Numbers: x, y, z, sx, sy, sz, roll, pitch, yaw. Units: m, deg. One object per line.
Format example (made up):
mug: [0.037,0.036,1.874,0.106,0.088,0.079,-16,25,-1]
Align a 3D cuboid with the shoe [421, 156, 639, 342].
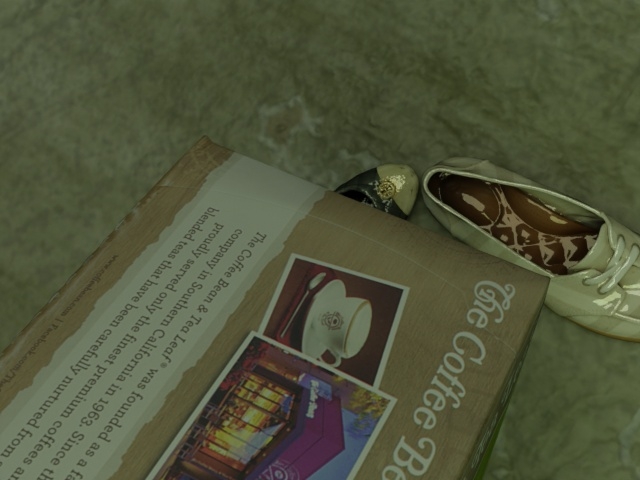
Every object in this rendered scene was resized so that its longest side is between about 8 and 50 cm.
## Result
shoe: [0.164,0.006,0.762,0.219,0.058,0.077,29,89,15]

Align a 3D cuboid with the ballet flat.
ballet flat: [0.000,0.000,0.803,0.173,0.049,0.057,-34,77,5]

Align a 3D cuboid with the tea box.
tea box: [-0.057,0.185,0.583,0.220,0.324,0.329,23,48,14]
